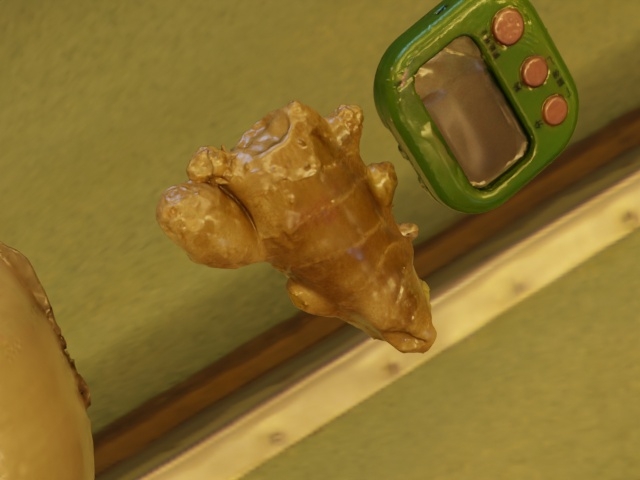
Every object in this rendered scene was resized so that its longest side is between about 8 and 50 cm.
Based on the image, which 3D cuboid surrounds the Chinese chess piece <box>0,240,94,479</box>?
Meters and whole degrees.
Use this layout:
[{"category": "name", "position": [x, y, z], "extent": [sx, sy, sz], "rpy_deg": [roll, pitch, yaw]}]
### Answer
[{"category": "Chinese chess piece", "position": [-0.287, 0.113, 1.133], "extent": [0.338, 0.338, 0.140], "rpy_deg": [56, 38, -3]}]

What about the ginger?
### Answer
[{"category": "ginger", "position": [0.001, -0.014, 1.198], "extent": [0.205, 0.081, 0.115], "rpy_deg": [29, 68, -35]}]

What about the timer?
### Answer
[{"category": "timer", "position": [0.103, -0.096, 1.334], "extent": [0.128, 0.047, 0.140], "rpy_deg": [-40, 119, -12]}]
